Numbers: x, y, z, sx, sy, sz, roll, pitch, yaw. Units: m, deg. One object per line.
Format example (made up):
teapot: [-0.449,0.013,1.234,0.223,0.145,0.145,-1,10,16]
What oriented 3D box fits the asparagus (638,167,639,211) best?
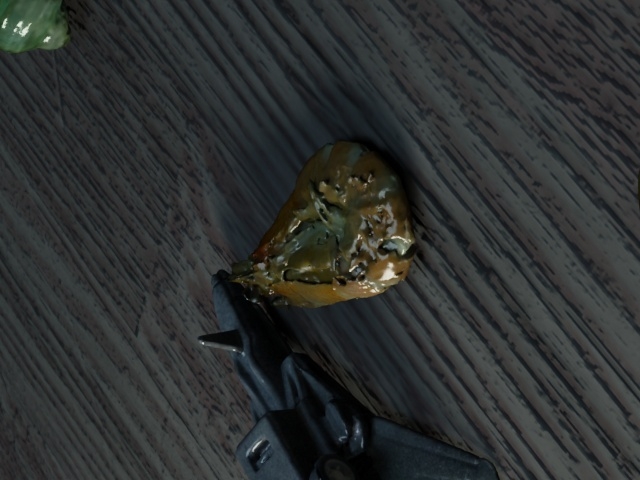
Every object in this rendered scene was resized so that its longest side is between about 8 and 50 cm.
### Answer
asparagus: [0.168,-0.055,0.769,0.080,0.080,0.287,45,150,34]

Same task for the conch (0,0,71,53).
conch: [-0.243,-0.209,1.298,0.176,0.122,0.188,-158,52,-77]

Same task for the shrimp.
shrimp: [0.000,0.000,1.124,0.184,0.043,0.091,-33,73,53]

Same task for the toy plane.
toy plane: [-0.016,0.120,1.171,0.212,0.088,0.267,-50,61,31]
